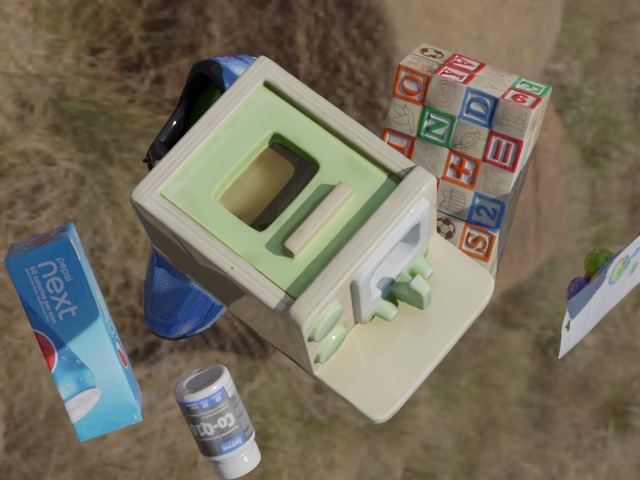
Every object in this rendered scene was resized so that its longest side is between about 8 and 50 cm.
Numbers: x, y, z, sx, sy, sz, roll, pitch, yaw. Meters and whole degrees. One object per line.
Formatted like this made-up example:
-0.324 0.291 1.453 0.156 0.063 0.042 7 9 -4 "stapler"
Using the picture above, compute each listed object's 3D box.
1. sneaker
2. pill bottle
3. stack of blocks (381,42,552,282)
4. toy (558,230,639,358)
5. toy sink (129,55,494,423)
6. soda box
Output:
-0.147 -0.051 1.521 0.147 0.130 0.330 6 99 -61 "sneaker"
-0.132 0.238 1.796 0.078 0.078 0.137 -46 121 -47 "pill bottle"
0.157 -0.072 1.696 0.087 0.171 0.297 -45 152 -55 "stack of blocks"
0.395 0.044 1.899 0.237 0.056 0.137 -36 147 -23 "toy"
0.000 0.000 1.025 0.153 0.234 0.131 -48 163 -13 "toy sink"
-0.251 0.095 1.412 0.067 0.071 0.210 -111 -178 -74 "soda box"
